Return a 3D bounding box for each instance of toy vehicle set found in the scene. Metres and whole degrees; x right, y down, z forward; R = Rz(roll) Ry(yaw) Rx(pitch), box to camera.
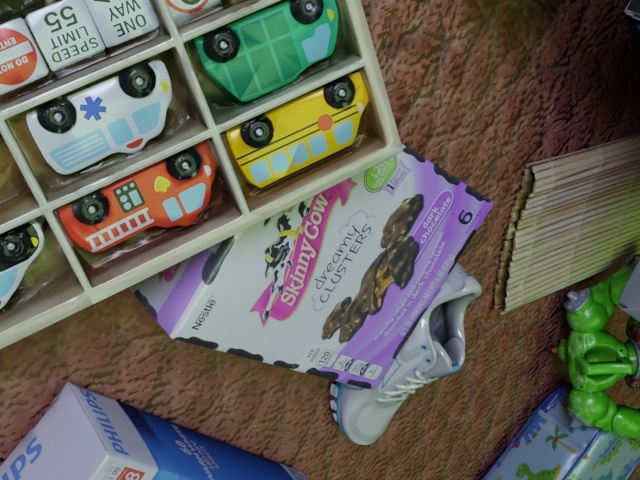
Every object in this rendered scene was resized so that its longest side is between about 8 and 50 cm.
[{"bbox_3d":[-0.103,-0.063,0.379,0.267,0.035,0.166,-27,118,-11],"label":"toy vehicle set"}]

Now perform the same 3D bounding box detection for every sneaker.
[{"bbox_3d":[0.070,0.095,0.653,0.071,0.083,0.191,-1,119,-41],"label":"sneaker"}]

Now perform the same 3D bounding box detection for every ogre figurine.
[{"bbox_3d":[0.303,0.112,0.822,0.118,0.097,0.197,-4,115,-9],"label":"ogre figurine"}]

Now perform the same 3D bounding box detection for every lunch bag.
[{"bbox_3d":[0.268,0.279,0.932,0.176,0.090,0.219,31,96,-45],"label":"lunch bag"}]

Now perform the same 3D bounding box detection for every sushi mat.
[{"bbox_3d":[0.295,-0.034,0.799,0.316,0.019,0.151,-17,128,-31],"label":"sushi mat"}]

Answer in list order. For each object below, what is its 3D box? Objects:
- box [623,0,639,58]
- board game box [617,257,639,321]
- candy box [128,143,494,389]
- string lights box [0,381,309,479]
[{"bbox_3d":[0.336,-0.222,0.594,0.257,0.079,0.322,-63,156,9],"label":"box"},{"bbox_3d":[0.377,-0.077,0.645,0.303,0.097,0.224,-43,155,-26],"label":"board game box"},{"bbox_3d":[0.000,0.000,0.538,0.196,0.070,0.165,23,101,-45],"label":"candy box"},{"bbox_3d":[-0.109,0.208,0.581,0.133,0.077,0.259,-51,137,2],"label":"string lights box"}]
